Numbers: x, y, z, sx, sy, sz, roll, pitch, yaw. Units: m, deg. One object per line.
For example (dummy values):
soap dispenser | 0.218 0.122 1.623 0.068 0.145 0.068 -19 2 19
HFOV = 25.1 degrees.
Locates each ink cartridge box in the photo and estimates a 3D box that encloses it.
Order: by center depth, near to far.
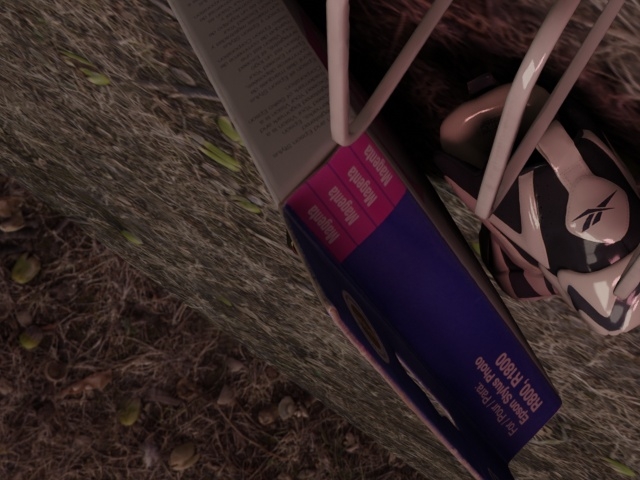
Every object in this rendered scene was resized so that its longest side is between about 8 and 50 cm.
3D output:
ink cartridge box | 0.041 -0.010 0.874 0.324 0.071 0.330 49 -172 -48

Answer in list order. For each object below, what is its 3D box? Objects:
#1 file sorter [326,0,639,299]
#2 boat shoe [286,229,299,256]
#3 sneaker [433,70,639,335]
file sorter | 0.161 -0.064 0.518 0.277 0.173 0.193 30 166 9
boat shoe | 0.001 0.001 0.991 0.049 0.042 0.133 56 -175 -27
sneaker | 0.126 -0.039 0.872 0.153 0.094 0.235 57 -178 -14
